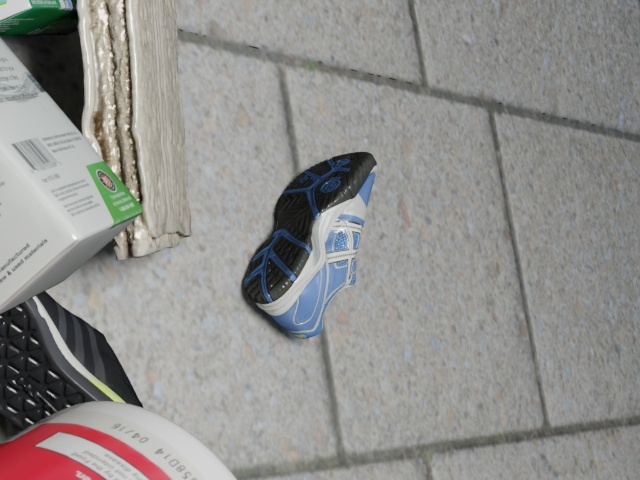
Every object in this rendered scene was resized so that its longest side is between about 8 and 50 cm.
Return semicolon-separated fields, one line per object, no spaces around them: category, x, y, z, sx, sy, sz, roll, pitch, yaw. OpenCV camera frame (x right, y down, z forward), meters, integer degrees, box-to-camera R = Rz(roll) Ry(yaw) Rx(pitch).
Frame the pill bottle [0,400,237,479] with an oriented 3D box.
pill bottle;-0.219;0.266;0.774;0.407;0.229;0.229;-28;99;-53

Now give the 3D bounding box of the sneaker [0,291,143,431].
sneaker;-0.207;0.084;1.009;0.235;0.084;0.097;55;11;-21

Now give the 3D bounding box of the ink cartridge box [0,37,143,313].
ink cartridge box;-0.232;-0.065;0.914;0.208;0.087;0.153;50;12;0

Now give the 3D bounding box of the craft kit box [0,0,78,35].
craft kit box;-0.244;-0.270;0.996;0.250;0.061;0.247;-66;132;-80

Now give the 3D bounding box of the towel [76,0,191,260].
towel;-0.144;-0.127;1.073;0.187;0.049;0.282;-25;111;-86

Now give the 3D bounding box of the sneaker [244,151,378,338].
sneaker;0.000;0.000;1.295;0.081;0.080;0.211;56;49;-32
